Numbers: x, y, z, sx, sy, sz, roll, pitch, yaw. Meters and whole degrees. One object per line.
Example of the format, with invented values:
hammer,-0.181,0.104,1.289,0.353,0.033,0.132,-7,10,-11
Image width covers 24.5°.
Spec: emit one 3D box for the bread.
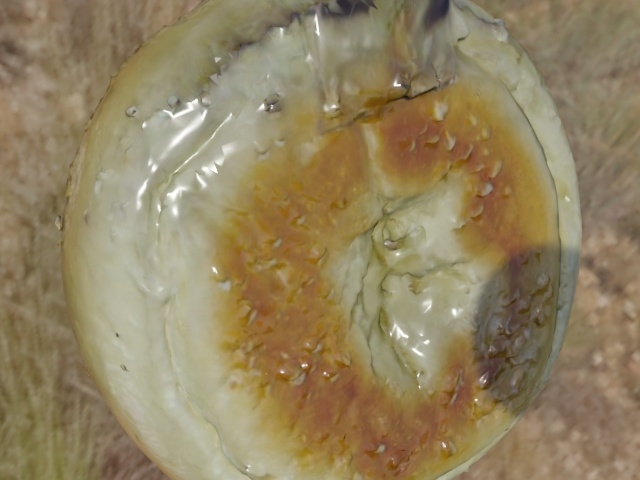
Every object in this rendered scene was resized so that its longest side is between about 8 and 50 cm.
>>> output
bread,0.000,0.000,0.777,0.305,0.305,0.159,1,15,-31
